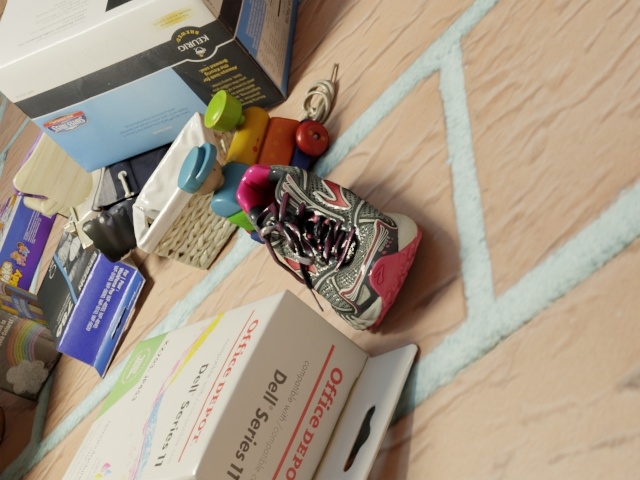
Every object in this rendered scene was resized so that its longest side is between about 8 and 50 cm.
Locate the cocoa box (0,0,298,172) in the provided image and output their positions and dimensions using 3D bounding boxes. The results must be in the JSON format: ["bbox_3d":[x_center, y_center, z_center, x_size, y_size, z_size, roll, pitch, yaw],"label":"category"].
[{"bbox_3d":[-0.234,-0.284,1.690,0.347,0.228,0.231,-17,47,26],"label":"cocoa box"}]

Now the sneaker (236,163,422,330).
[{"bbox_3d":[0.000,0.000,1.233,0.121,0.112,0.299,-63,26,2],"label":"sneaker"}]

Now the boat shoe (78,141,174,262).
[{"bbox_3d":[-0.248,-0.098,1.826,0.158,0.127,0.340,-30,28,12],"label":"boat shoe"}]

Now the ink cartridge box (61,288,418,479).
[{"bbox_3d":[-0.088,0.174,1.169,0.353,0.119,0.207,-22,35,49],"label":"ink cartridge box"}]

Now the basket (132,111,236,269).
[{"bbox_3d":[-0.155,-0.059,1.593,0.167,0.103,0.113,-54,27,21],"label":"basket"}]

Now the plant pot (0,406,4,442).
[{"bbox_3d":[-0.663,0.332,2.066,0.291,0.203,0.291,-42,33,36],"label":"plant pot"}]

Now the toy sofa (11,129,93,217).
[{"bbox_3d":[-0.387,-0.207,2.093,0.150,0.177,0.362,15,80,64],"label":"toy sofa"}]

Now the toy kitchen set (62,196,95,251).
[{"bbox_3d":[-0.334,-0.006,1.810,0.068,0.083,0.075,-31,62,12],"label":"toy kitchen set"}]

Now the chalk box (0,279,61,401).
[{"bbox_3d":[-0.529,0.142,1.983,0.132,0.213,0.132,-59,25,8],"label":"chalk box"}]

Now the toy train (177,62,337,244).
[{"bbox_3d":[-0.071,-0.134,1.458,0.105,0.143,0.248,-21,49,55],"label":"toy train"}]

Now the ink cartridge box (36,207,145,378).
[{"bbox_3d":[-0.355,0.071,1.886,0.165,0.065,0.332,-65,26,6],"label":"ink cartridge box"}]

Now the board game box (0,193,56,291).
[{"bbox_3d":[-0.631,0.090,2.386,0.233,0.078,0.347,-21,48,55],"label":"board game box"}]
